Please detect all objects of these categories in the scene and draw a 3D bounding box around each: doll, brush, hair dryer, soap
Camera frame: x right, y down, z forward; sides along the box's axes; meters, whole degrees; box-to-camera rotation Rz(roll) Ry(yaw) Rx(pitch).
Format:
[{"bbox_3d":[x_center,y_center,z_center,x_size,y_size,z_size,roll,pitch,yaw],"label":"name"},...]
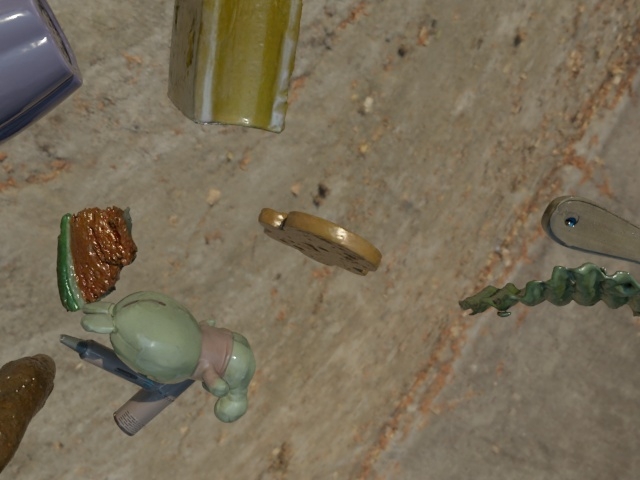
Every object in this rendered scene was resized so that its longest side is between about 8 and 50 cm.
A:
[{"bbox_3d":[-0.194,0.143,0.999,0.113,0.155,0.275,-45,120,11],"label":"doll"},{"bbox_3d":[0.378,0.028,0.740,0.327,0.065,0.070,19,112,-14],"label":"brush"},{"bbox_3d":[-0.297,0.183,1.140,0.195,0.053,0.220,-41,121,-3],"label":"hair dryer"},{"bbox_3d":[-0.118,-0.340,1.010,0.156,0.293,0.335,1,110,-23],"label":"soap"}]

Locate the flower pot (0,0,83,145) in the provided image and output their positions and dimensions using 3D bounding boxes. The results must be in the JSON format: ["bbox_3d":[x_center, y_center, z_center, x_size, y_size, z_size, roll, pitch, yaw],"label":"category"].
[{"bbox_3d":[-0.502,-0.264,1.069,0.243,0.265,0.265,-23,141,-4],"label":"flower pot"}]

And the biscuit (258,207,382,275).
[{"bbox_3d":[0.001,-0.002,1.523,0.052,0.275,0.355,-65,-166,-10],"label":"biscuit"}]

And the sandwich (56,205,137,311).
[{"bbox_3d":[-0.394,0.032,1.301,0.109,0.160,0.185,-8,94,-70],"label":"sandwich"}]

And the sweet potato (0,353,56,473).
[{"bbox_3d":[-0.478,0.248,1.114,0.114,0.092,0.341,-55,-167,21],"label":"sweet potato"}]

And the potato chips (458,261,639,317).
[{"bbox_3d":[0.470,0.102,1.404,0.389,0.373,0.097,92,-3,-85],"label":"potato chips"}]
